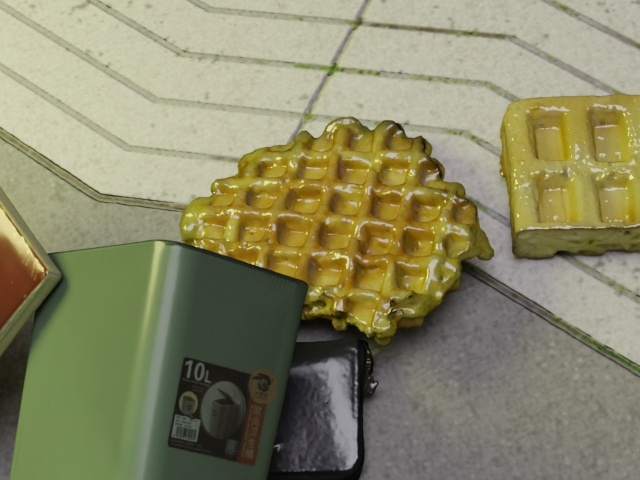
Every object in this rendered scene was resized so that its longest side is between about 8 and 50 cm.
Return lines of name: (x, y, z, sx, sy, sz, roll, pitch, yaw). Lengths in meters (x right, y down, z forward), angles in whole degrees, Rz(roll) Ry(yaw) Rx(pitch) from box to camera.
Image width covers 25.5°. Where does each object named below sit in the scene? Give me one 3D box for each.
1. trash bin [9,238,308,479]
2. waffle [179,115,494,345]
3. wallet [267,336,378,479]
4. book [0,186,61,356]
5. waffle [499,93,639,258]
trash bin: (-0.150, 0.188, 1.201, 0.223, 0.158, 0.344, -7, 71, 48)
waffle: (0.010, -0.003, 1.398, 0.300, 0.058, 0.282, -15, 49, 0)
wallet: (-0.070, 0.164, 1.340, 0.250, 0.044, 0.149, 0, 65, 7)
book: (-0.412, 0.075, 1.326, 0.374, 0.028, 0.262, -50, 60, 19)
waffle: (0.317, -0.071, 1.412, 0.274, 0.057, 0.168, -2, 60, 6)
